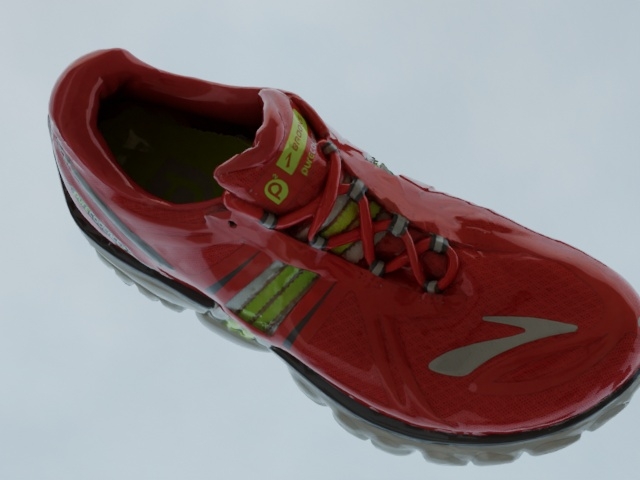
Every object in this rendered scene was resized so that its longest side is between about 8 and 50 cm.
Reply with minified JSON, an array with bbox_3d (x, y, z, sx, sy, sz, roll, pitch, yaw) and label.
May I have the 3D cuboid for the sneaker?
[{"bbox_3d":[0.000,0.000,0.788,0.279,0.118,0.107,21,-116,23],"label":"sneaker"}]
